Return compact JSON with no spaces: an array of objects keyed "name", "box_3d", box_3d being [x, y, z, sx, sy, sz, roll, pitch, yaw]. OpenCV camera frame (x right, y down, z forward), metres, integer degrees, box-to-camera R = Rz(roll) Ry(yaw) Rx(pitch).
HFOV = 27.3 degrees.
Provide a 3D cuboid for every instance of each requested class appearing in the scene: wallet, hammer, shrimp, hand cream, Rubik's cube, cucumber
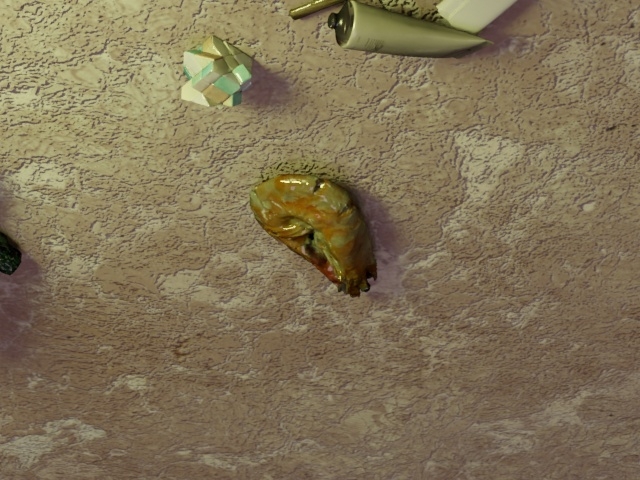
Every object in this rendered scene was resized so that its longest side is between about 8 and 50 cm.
[{"name":"wallet","box_3d":[0.191,-0.279,1.472,0.061,0.025,0.122,31,134,-24]},{"name":"hammer","box_3d":[0.047,-0.283,1.478,0.182,0.017,0.062,-18,138,26]},{"name":"shrimp","box_3d":[0.000,-0.001,1.818,0.154,0.062,0.294,-2,142,24]},{"name":"hand cream","box_3d":[0.096,-0.233,1.498,0.186,0.054,0.087,8,172,-21]},{"name":"Rubik's cube","box_3d":[-0.126,-0.191,1.553,0.084,0.073,0.075,14,140,-20]},{"name":"cucumber","box_3d":[-0.513,-0.029,1.798,0.044,0.043,0.257,-25,134,32]}]
